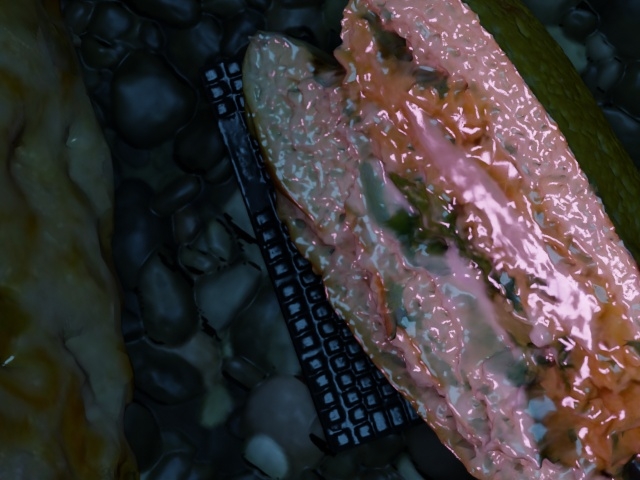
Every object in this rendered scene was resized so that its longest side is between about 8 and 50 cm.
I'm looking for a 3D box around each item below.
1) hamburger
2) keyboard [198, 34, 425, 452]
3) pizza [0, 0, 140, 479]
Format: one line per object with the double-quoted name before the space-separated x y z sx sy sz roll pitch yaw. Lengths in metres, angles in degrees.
"hamburger" 0.087 0.004 0.723 0.144 0.156 0.283 -36 83 20
"keyboard" 0.000 0.000 0.783 0.061 0.013 0.204 -18 85 -10
"pizza" -0.163 0.058 0.619 0.080 0.435 0.392 -16 105 30
